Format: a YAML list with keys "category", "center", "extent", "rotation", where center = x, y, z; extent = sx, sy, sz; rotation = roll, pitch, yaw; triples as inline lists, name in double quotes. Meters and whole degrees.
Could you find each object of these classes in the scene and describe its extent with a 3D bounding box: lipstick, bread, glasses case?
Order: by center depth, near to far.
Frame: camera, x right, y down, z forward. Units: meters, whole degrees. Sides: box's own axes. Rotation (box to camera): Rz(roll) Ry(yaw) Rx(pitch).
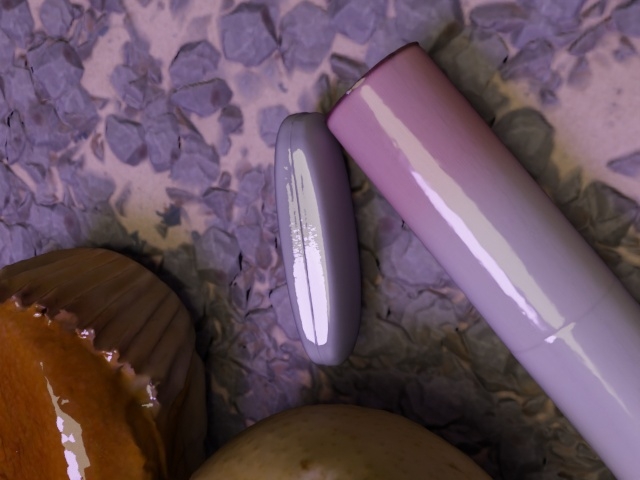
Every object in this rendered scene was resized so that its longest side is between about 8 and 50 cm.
- category: "lipstick"
  center: [0.138, 0.017, 0.455]
  extent: [0.087, 0.087, 0.327]
  rotation: [-40, 87, 25]
- category: "glasses case"
  center: [0.000, 0.000, 0.513]
  extent: [0.049, 0.076, 0.197]
  rotation: [-3, 103, 21]
- category: "bread"
  center: [-0.210, 0.204, 0.591]
  extent: [0.236, 0.183, 0.388]
  rotation: [-4, 102, 25]

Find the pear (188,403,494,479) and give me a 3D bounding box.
- category: "pear"
  center: [0.019, 0.278, 0.462]
  extent: [0.309, 0.309, 0.309]
  rotation: [5, 105, 21]
